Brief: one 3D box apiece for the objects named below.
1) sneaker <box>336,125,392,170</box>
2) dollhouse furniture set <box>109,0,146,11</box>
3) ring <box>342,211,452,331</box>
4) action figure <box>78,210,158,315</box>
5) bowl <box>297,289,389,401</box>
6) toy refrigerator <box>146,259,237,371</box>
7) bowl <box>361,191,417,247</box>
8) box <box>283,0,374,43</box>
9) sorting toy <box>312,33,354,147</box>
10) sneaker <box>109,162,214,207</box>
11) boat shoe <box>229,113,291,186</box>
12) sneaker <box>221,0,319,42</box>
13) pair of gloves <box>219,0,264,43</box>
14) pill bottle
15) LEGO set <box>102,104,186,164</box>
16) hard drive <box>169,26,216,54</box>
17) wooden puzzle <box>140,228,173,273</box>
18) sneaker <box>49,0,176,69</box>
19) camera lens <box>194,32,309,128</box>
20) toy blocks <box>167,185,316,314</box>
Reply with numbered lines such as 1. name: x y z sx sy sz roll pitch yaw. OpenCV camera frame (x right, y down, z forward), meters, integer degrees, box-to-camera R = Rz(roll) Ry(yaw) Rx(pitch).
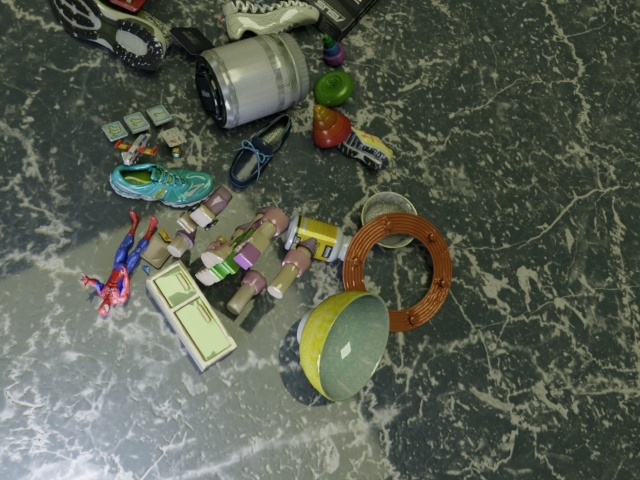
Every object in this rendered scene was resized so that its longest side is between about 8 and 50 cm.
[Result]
1. sneaker: 0.127 -0.288 2.005 0.209 0.081 0.094 38 38 8
2. dollhouse furniture set: -0.496 -0.824 1.866 0.152 0.201 0.374 25 45 -10
3. ring: 0.222 0.088 1.865 0.337 0.032 0.336 -1 94 -20
4. action figure: -0.509 0.049 1.694 0.092 0.139 0.280 14 72 9
5. bowl: 0.033 0.252 1.740 0.156 0.289 0.289 18 62 37
6. toy refrigerator: -0.331 0.192 1.716 0.102 0.094 0.269 -32 82 -21
7. bowl: 0.189 -0.049 1.934 0.170 0.080 0.170 4 72 -13
8. box: 0.001 -0.861 2.136 0.395 0.097 0.318 40 71 0
9. sorting toy: 0.019 -0.457 1.970 0.127 0.126 0.365 -6 63 20
10. sneaker: -0.420 -0.154 1.795 0.276 0.110 0.106 1 73 -15
11. boat shoe: -0.175 -0.269 1.905 0.109 0.089 0.258 31 68 -3
12. sneaker: -0.145 -0.649 2.013 0.292 0.110 0.118 -7 84 -14
13. pair of gloves: -0.201 -0.652 2.057 0.198 0.023 0.159 -33 84 -21
14. pill bottle: 0.000 0.000 1.857 0.184 0.103 0.103 16 70 -9
15. LEGO set: -0.467 -0.286 1.799 0.183 0.060 0.244 -24 51 -20
16. hard drive: -0.366 -0.579 1.944 0.094 0.022 0.135 46 25 2
17. wooden puzzle: -0.437 0.029 1.785 0.078 0.014 0.116 41 68 6
18. sneaker: -0.589 -0.640 1.919 0.410 0.158 0.182 34 37 0
19. camera lens: -0.197 -0.451 1.887 0.274 0.219 0.219 -23 80 -20
20. toy blocks: -0.184 -0.021 1.691 0.309 0.289 0.260 46 55 -15
